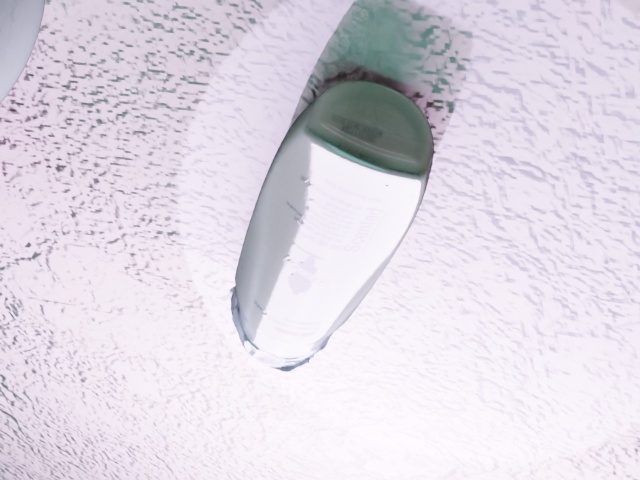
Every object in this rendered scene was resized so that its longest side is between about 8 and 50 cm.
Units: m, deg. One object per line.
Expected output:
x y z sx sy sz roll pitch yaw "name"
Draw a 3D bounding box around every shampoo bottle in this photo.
0.000 0.000 0.650 0.072 0.049 0.212 18 148 -3 "shampoo bottle"

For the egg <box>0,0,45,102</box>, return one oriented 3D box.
-0.218 -0.131 0.460 0.264 0.182 0.183 37 145 -14 "egg"
